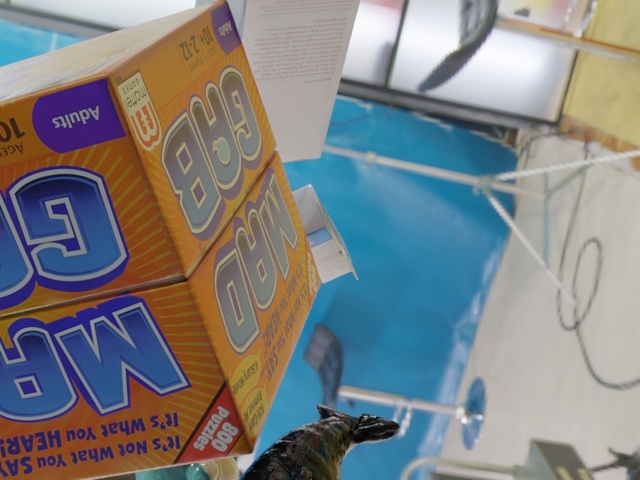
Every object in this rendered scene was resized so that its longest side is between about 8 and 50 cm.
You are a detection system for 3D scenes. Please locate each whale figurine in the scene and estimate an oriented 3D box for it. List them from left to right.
[{"bbox_3d":[-0.238,0.318,1.500,0.216,0.141,0.272,37,161,43],"label":"whale figurine"}]

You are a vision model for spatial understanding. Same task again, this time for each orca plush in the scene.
[{"bbox_3d":[-0.011,0.229,0.832,0.287,0.151,0.102,-34,-17,-44],"label":"orca plush"}]

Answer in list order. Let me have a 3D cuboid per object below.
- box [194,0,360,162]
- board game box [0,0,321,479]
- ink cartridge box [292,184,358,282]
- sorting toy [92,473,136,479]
[{"bbox_3d":[-0.078,-0.300,1.423,0.345,0.168,0.215,107,149,-51],"label":"box"},{"bbox_3d":[-0.244,-0.001,1.009,0.356,0.356,0.356,-66,-40,-64],"label":"board game box"},{"bbox_3d":[0.000,0.000,1.702,0.180,0.060,0.104,59,-171,-50],"label":"ink cartridge box"},{"bbox_3d":[-0.313,0.280,1.731,0.041,0.229,0.307,23,-118,-78],"label":"sorting toy"}]
